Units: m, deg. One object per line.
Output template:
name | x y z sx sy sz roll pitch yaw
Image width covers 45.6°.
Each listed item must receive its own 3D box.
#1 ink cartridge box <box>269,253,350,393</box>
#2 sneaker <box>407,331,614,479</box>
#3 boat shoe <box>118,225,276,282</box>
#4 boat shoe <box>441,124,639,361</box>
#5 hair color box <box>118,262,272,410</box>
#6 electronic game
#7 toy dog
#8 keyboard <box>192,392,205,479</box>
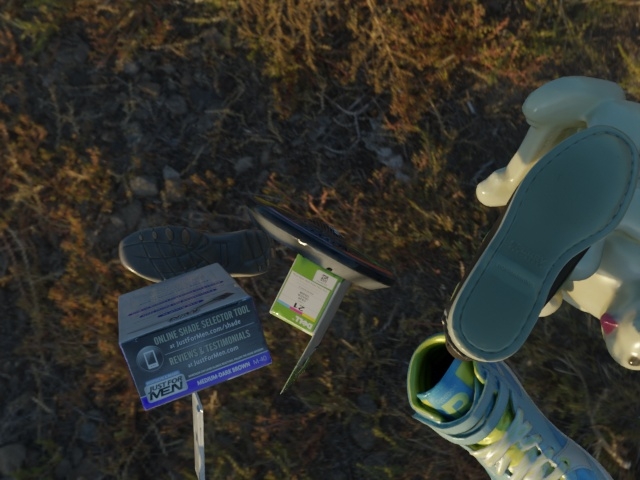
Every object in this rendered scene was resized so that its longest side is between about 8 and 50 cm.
ink cartridge box | -0.034 0.144 1.461 0.097 0.189 0.255 29 100 9
sneaker | 0.210 0.235 0.871 0.127 0.208 0.319 -47 53 7
boat shoe | -0.279 0.038 1.705 0.130 0.356 0.132 -10 78 62
boat shoe | 0.174 0.002 0.621 0.081 0.068 0.227 39 78 6
hair color box | -0.204 0.131 1.160 0.185 0.339 0.110 -19 99 -12
electronic game | 0.000 0.000 1.022 0.229 0.229 0.048 31 93 26
toy dog | 0.459 0.015 1.102 0.284 0.396 0.407 120 142 -51
keyboard | -0.250 0.412 1.564 0.014 0.256 0.072 -6 35 -16
